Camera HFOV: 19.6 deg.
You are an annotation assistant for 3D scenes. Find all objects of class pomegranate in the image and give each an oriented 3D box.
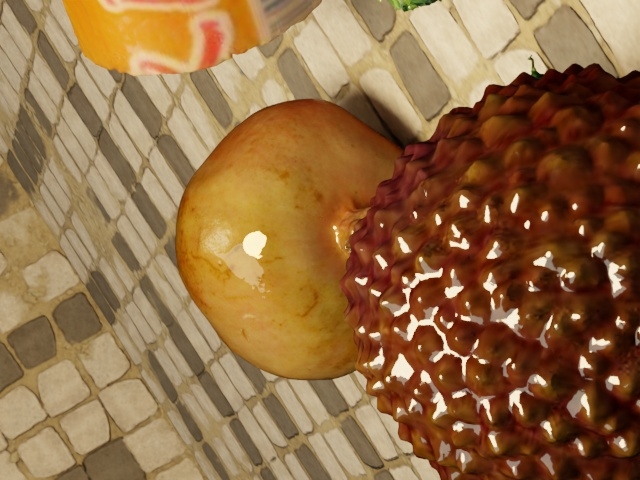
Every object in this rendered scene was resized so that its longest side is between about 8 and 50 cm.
[{"bbox_3d":[0.000,0.000,1.658,0.270,0.229,0.252,0,121,62],"label":"pomegranate"}]

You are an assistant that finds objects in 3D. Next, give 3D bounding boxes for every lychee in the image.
[{"bbox_3d":[0.167,0.034,1.184,0.306,0.306,0.330,56,138,7],"label":"lychee"}]

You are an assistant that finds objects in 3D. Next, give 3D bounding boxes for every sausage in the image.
[{"bbox_3d":[-0.136,-0.306,1.530,0.233,0.233,0.287,34,150,51],"label":"sausage"}]

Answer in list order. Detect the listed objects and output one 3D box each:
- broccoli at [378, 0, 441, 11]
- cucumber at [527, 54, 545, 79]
[{"bbox_3d":[0.030,-0.287,1.140,0.265,0.245,0.294,-123,30,-81],"label":"broccoli"},{"bbox_3d":[0.187,-0.060,1.386,0.168,0.039,0.039,59,161,-8],"label":"cucumber"}]
